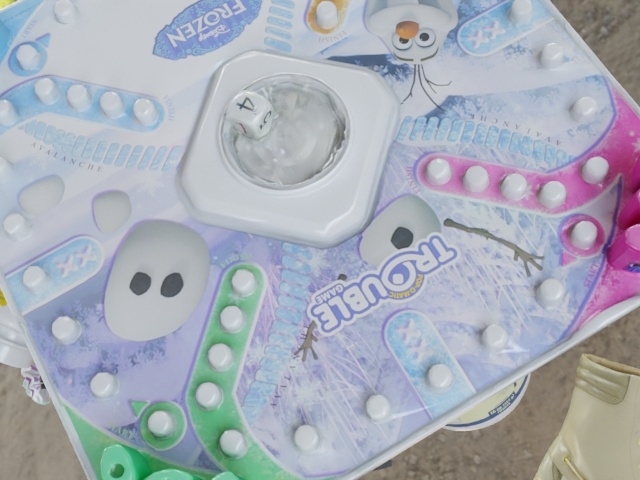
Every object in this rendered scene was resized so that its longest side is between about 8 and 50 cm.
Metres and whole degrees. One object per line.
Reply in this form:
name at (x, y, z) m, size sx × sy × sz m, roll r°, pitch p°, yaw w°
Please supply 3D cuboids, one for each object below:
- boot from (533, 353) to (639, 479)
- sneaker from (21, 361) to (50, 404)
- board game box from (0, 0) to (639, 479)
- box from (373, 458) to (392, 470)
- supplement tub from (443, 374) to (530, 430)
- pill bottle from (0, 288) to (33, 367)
boot at (0.386, 0.260, 1.006) m, size 0.262 × 0.095 × 0.204 m, roll 24°, pitch 98°, yaw 44°
sneaker at (-0.419, 0.194, 1.318) m, size 0.069 × 0.038 × 0.098 m, roll -31°, pitch 81°, yaw 27°
board game box at (-0.021, -0.066, 0.530) m, size 0.389 × 0.050 × 0.390 m, roll -30°, pitch 70°, yaw -7°
box at (-0.065, 0.244, 1.186) m, size 0.307 × 0.242 × 0.077 m, roll -152°, pitch 54°, yaw -75°
supplement tub at (0.196, 0.142, 1.408) m, size 0.235 × 0.325 × 0.236 m, roll -13°, pitch 52°, yaw 18°
pill bottle at (-0.213, 0.033, 0.654) m, size 0.065 × 0.065 × 0.116 m, roll 24°, pitch 87°, yaw 54°
